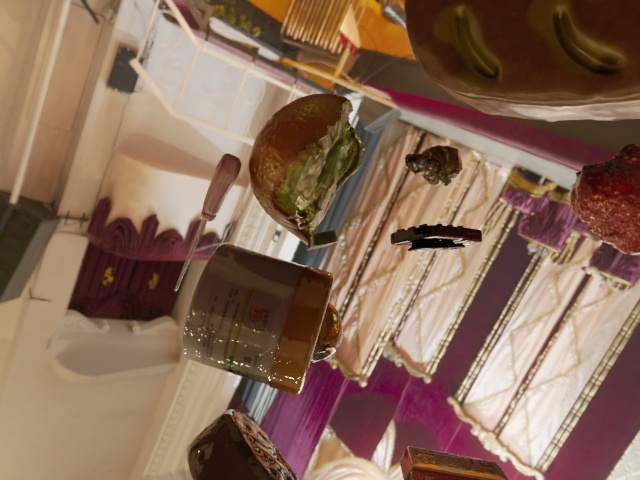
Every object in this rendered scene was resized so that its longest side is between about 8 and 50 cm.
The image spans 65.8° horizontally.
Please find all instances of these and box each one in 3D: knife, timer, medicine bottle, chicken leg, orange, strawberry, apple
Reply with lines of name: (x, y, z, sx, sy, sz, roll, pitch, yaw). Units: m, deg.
knife: (-0.247, -0.035, 1.023, 0.043, 0.336, 0.081, 23, -152, -19)
timer: (0.269, -0.001, 1.159, 0.187, 0.055, 0.144, 4, 170, -34)
medicine bottle: (-0.113, 0.146, 0.947, 0.231, 0.238, 0.238, 16, -167, 3)
chicken leg: (0.285, -0.185, 1.241, 0.088, 0.103, 0.227, 8, -163, 38)
orange: (-0.025, -0.154, 1.000, 0.196, 0.263, 0.334, 38, 177, 24)
strawberry: (0.812, -0.092, 1.303, 0.257, 0.257, 0.277, 6, -120, -53)
apple: (-0.024, 0.223, 1.213, 0.146, 0.163, 0.147, 26, -152, -44)

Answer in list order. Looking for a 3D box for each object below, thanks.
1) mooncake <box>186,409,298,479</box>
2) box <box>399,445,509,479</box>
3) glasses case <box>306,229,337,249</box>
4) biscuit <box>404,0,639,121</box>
mooncake: (-0.173, 0.538, 1.156, 0.284, 0.155, 0.284, 48, 171, 10)
box: (0.301, 0.530, 1.124, 0.229, 0.050, 0.123, 8, 178, 4)
glasses case: (0.000, 0.000, 1.571, 0.077, 0.040, 0.184, -12, 177, -9)
biscuit: (0.247, -0.248, 0.360, 0.393, 0.351, 0.070, -4, 157, 33)
